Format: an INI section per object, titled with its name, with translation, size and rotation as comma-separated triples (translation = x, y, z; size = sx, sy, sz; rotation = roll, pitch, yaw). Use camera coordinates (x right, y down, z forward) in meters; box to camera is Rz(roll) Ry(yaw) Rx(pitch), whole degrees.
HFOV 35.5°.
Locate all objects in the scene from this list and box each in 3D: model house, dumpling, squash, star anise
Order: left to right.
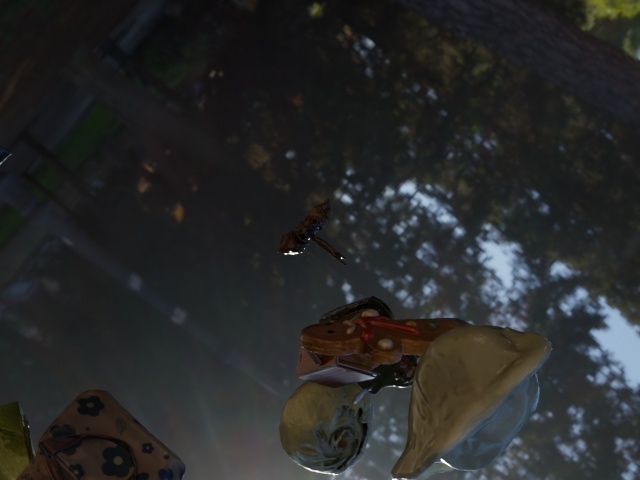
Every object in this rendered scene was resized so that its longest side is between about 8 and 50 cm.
[squash]
translation = -0.583, 0.520, 2.033
size = 0.210, 0.309, 0.234
rotation = -38, 145, -36
[star anise]
translation = -0.004, 0.005, 2.206
size = 0.158, 0.144, 0.140
rotation = -47, -176, 17
[model house]
translation = 0.059, 0.252, 2.043
size = 0.154, 0.207, 0.294
rotation = -33, -178, -28
[dumpling]
translation = 0.196, 0.242, 1.458
size = 0.243, 0.187, 0.318
rotation = -35, 162, -37

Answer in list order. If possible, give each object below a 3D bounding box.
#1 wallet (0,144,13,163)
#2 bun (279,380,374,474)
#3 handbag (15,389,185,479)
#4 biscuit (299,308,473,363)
[wallet]
translation = -0.771, -0.145, 1.882
size = 0.247, 0.041, 0.323
rotation = -36, 156, 11
[bun]
translation = 0.030, 0.456, 2.450
size = 0.259, 0.259, 0.152
rotation = -53, -150, -6
[handbag]
translation = -0.403, 0.420, 1.796
size = 0.190, 0.251, 0.193
rotation = -56, 169, 25
[biscuit]
translation = 0.124, 0.170, 1.803
size = 0.205, 0.324, 0.049
rotation = -93, -177, -76
